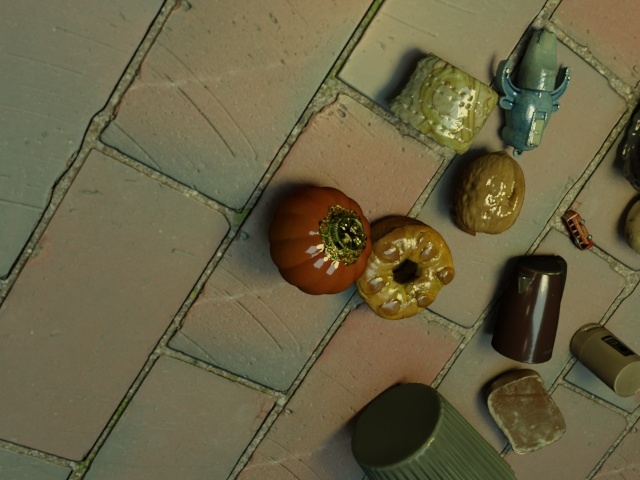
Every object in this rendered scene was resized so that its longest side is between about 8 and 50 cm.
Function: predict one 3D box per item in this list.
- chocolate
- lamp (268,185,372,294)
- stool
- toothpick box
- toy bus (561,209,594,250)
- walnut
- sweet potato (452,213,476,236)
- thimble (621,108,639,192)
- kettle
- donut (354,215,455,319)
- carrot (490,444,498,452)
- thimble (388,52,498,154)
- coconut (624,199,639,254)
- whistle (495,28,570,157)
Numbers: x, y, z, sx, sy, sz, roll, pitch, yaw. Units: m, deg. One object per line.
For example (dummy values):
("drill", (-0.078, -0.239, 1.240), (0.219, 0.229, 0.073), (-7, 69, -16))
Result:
("chocolate", (0.518, 0.425, 1.990), (0.157, 0.080, 0.254), (-27, 119, 11))
("lamp", (0.000, 0.000, 1.554), (0.223, 0.197, 0.223), (7, 78, -37))
("stool", (0.261, 0.530, 1.840), (0.297, 0.297, 0.330), (-38, 114, 1))
("toothpick box", (0.720, 0.296, 1.942), (0.111, 0.180, 0.111), (-8, 117, -16))
("toy bus", (0.610, -0.023, 1.844), (0.043, 0.031, 0.110), (-35, 118, 2))
("walnut", (0.364, -0.103, 1.657), (0.156, 0.155, 0.184), (9, 101, -22))
("sweet potato", (0.322, -0.037, 1.739), (0.034, 0.034, 0.095), (-47, 130, 6))
("thimble", (0.787, -0.206, 1.721), (0.172, 0.205, 0.236), (11, 106, -17))
("kettle", (0.512, 0.151, 1.835), (0.202, 0.144, 0.232), (-7, 114, -37))
("donut", (0.174, 0.057, 1.684), (0.227, 0.114, 0.226), (-7, 116, -15))
("carrot", (0.374, 0.505, 1.999), (0.254, 0.049, 0.049), (40, 97, -26))
("thimble", (0.244, -0.274, 1.547), (0.191, 0.137, 0.143), (28, 105, -12))
("coconut", (0.820, -0.021, 1.846), (0.183, 0.171, 0.170), (26, 103, -25))
("whistle", (0.441, -0.305, 1.632), (0.180, 0.093, 0.269), (1, 107, -26))
